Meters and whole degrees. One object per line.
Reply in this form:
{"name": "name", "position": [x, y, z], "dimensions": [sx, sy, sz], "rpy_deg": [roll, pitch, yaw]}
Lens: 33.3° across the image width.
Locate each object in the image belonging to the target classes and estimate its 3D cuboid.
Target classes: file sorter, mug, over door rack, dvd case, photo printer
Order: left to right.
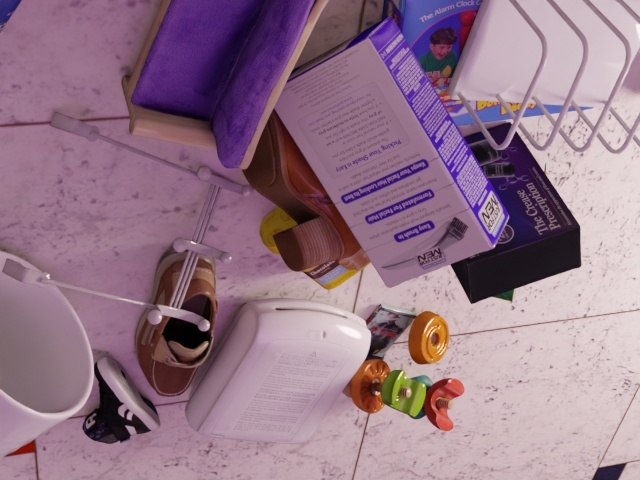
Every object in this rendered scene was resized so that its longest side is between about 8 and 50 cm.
{"name": "mug", "position": [-0.580, 0.174, 1.578], "dimensions": [0.328, 0.276, 0.374], "rpy_deg": [-32, 106, 19]}
{"name": "over door rack", "position": [-0.258, -0.013, 1.535], "dimensions": [0.324, 0.108, 0.239], "rpy_deg": [20, 88, -36]}
{"name": "photo printer", "position": [-0.071, 0.230, 1.923], "dimensions": [0.256, 0.107, 0.307], "rpy_deg": [11, 127, -31]}
{"name": "dvd case", "position": [0.114, 0.169, 2.008], "dimensions": [0.087, 0.013, 0.119], "rpy_deg": [17, 123, -34]}
{"name": "file sorter", "position": [0.357, -0.231, 1.487], "dimensions": [0.277, 0.173, 0.193], "rpy_deg": [0, 131, -22]}

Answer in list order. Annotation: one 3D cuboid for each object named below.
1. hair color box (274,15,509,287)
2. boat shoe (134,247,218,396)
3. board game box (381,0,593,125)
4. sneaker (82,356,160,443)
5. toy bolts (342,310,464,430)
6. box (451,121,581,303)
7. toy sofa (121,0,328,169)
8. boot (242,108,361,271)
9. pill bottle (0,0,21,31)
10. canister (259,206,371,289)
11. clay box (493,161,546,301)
{"name": "hair color box", "position": [0.098, -0.118, 1.503], "dimensions": [0.185, 0.110, 0.339], "rpy_deg": [-23, 106, 33]}
{"name": "boat shoe", "position": [-0.237, 0.158, 1.778], "dimensions": [0.123, 0.116, 0.324], "rpy_deg": [-4, 133, -19]}
{"name": "board game box", "position": [0.259, -0.289, 1.573], "dimensions": [0.347, 0.078, 0.233], "rpy_deg": [-8, 135, -15]}
{"name": "sneaker", "position": [-0.376, 0.296, 1.882], "dimensions": [0.121, 0.079, 0.217], "rpy_deg": [-26, 138, 1]}
{"name": "toy bolts", "position": [0.159, 0.251, 2.045], "dimensions": [0.228, 0.158, 0.218], "rpy_deg": [41, 65, -43]}
{"name": "box", "position": [0.268, -0.048, 1.678], "dimensions": [0.184, 0.261, 0.103], "rpy_deg": [-21, 137, -3]}
{"name": "toy sofa", "position": [-0.120, -0.275, 1.362], "dimensions": [0.150, 0.177, 0.362], "rpy_deg": [9, 129, -30]}
{"name": "boot", "position": [0.007, -0.112, 1.611], "dimensions": [0.220, 0.283, 0.109], "rpy_deg": [-25, -174, -36]}
{"name": "pill bottle", "position": [-0.446, -0.275, 1.245], "dimensions": [0.153, 0.153, 0.265], "rpy_deg": [23, 121, -37]}
{"name": "canister", "position": [0.000, 0.000, 1.754], "dimensions": [0.126, 0.073, 0.170], "rpy_deg": [-36, 137, 14]}
{"name": "clay box", "position": [0.332, -0.022, 1.802], "dimensions": [0.053, 0.222, 0.127], "rpy_deg": [13, 140, 14]}
